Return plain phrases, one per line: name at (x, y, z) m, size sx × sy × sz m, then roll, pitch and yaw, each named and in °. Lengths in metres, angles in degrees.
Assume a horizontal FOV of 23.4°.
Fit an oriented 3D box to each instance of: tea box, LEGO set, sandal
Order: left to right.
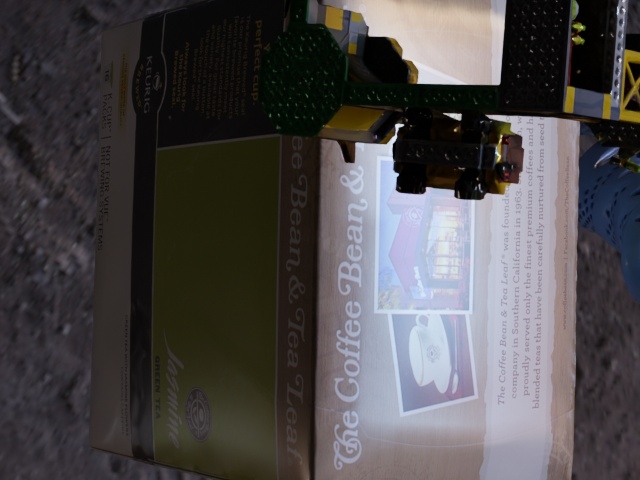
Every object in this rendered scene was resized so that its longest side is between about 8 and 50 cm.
tea box at (0.000, 0.000, 1.105) m, size 0.220 × 0.323 × 0.329 m, roll 2°, pitch 89°, yaw -32°
LEGO set at (0.113, -0.181, 0.831) m, size 0.255 × 0.192 × 0.331 m, roll -4°, pitch 86°, yaw 39°
sandal at (0.277, -0.032, 1.391) m, size 0.138 × 0.317 × 0.126 m, roll -5°, pitch 113°, yaw 11°

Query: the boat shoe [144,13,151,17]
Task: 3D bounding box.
boat shoe at (-0.131, -0.165, 1.752) m, size 0.219 × 0.078 × 0.070 m, roll 42°, pitch 91°, yaw -13°
